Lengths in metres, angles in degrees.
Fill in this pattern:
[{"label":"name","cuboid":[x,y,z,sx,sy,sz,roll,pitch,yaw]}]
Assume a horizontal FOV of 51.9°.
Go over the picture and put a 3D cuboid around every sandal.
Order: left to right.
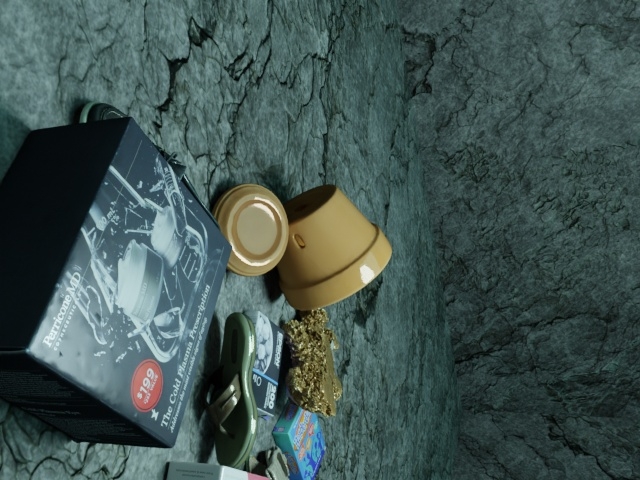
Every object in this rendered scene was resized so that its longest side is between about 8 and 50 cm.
[{"label":"sandal","cuboid":[-0.188,0.294,1.298,0.086,0.120,0.303,8,77,-41]}]

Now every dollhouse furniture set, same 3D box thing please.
[{"label":"dollhouse furniture set","cuboid":[-0.154,0.558,1.440,0.076,0.058,0.152,53,19,-46]}]

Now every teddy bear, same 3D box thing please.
[{"label":"teddy bear","cuboid":[-0.024,0.304,1.672,0.245,0.113,0.338,60,20,-45]}]

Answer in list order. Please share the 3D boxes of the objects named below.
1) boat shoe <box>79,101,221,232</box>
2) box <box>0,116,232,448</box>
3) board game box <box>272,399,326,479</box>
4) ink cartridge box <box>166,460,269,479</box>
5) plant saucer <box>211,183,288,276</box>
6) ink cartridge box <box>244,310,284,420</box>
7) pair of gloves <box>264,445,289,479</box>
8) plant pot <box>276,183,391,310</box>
[{"label":"boat shoe","cuboid":[-0.267,-0.095,1.097,0.340,0.113,0.127,68,29,-41]},{"label":"box","cuboid":[-0.301,0.067,0.905,0.312,0.178,0.343,58,35,-49]},{"label":"board game box","cuboid":[-0.050,0.512,1.679,0.160,0.047,0.210,-59,140,-54]},{"label":"ink cartridge box","cuboid":[-0.202,0.561,1.187,0.207,0.117,0.283,51,42,-57]},{"label":"plant saucer","cuboid":[-0.142,-0.022,1.396,0.200,0.037,0.200,0,89,-41]},{"label":"ink cartridge box","cuboid":[-0.130,0.291,1.505,0.208,0.045,0.206,52,40,-58]},{"label":"pair of gloves","cuboid":[-0.071,0.591,1.490,0.204,0.042,0.240,-116,180,-88]},{"label":"plant pot","cuboid":[0.000,0.000,1.586,0.204,0.290,0.291,61,30,-20]}]
